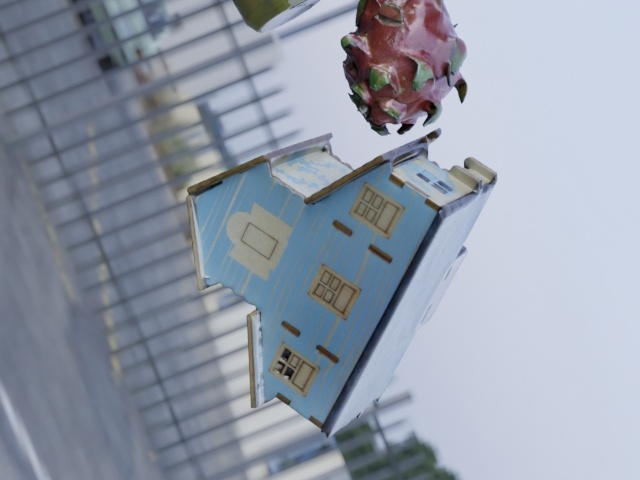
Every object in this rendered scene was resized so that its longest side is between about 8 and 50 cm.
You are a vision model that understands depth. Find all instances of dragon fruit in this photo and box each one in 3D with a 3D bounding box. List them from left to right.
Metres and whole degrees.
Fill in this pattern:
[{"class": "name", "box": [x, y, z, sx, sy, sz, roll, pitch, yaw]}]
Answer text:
[{"class": "dragon fruit", "box": [0.097, -0.227, 1.717, 0.137, 0.135, 0.236, 64, 34, -70]}]

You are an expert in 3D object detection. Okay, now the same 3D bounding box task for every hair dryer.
[{"class": "hair dryer", "box": [-0.080, -0.265, 1.426, 0.135, 0.090, 0.278, 62, 13, 1]}]

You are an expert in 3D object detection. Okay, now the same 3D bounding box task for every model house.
[{"class": "model house", "box": [0.000, 0.000, 1.350, 0.206, 0.271, 0.178, 33, 27, 15]}]
